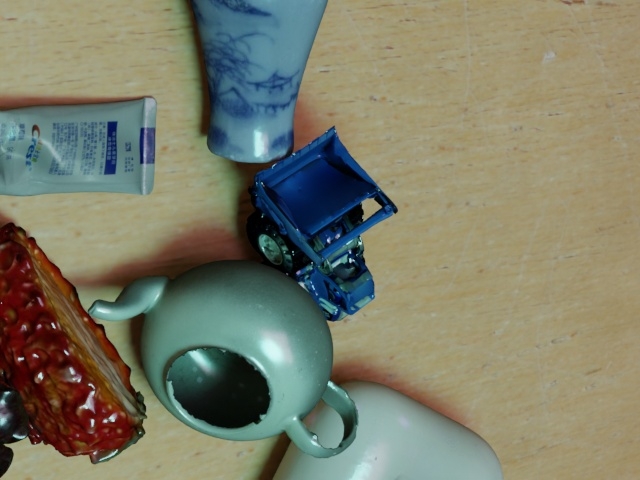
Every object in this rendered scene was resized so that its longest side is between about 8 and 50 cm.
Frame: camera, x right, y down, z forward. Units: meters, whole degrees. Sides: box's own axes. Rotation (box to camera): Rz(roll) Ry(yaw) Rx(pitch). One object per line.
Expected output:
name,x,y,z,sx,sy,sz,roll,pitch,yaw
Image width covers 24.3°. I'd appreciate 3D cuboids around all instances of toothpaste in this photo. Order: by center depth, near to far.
toothpaste,-0.261,-0.082,1.381,0.266,0.061,0.096,-7,105,-43

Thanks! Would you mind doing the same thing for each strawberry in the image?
strawberry,-0.262,0.107,1.378,0.111,0.190,0.237,-32,96,2

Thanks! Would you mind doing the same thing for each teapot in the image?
teapot,-0.085,0.116,1.471,0.294,0.129,0.193,36,124,-8

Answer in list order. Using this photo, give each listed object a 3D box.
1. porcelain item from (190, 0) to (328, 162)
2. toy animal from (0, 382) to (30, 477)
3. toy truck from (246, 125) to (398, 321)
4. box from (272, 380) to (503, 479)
porcelain item,-0.060,-0.209,1.444,0.141,0.141,0.259,-13,118,-34
toy animal,-0.344,0.173,1.306,0.116,0.179,0.219,-56,132,-43
toy truck,0.000,0.000,1.517,0.113,0.126,0.208,-34,143,-27
box,0.047,0.344,1.668,0.288,0.141,0.349,31,84,-37
